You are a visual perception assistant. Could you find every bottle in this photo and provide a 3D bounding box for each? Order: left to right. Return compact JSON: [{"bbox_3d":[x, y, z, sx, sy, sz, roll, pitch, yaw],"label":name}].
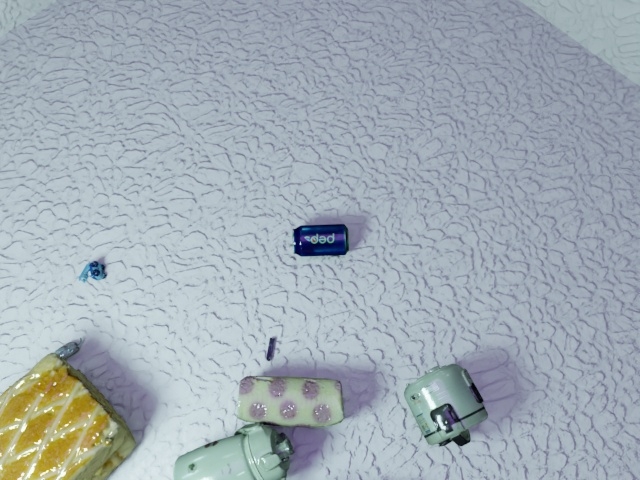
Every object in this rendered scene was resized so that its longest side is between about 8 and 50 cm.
[{"bbox_3d":[-0.245,0.683,1.697,0.352,0.229,0.229,-26,70,-1],"label":"bottle"}]

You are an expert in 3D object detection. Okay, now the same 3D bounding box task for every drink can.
[{"bbox_3d":[0.000,0.000,2.020,0.205,0.118,0.118,-2,69,0],"label":"drink can"}]

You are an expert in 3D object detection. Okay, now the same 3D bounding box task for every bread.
[{"bbox_3d":[-0.819,0.614,1.714,0.371,0.279,0.390,38,74,17],"label":"bread"},{"bbox_3d":[-0.093,0.517,1.784,0.338,0.187,0.155,1,69,1],"label":"bread"}]

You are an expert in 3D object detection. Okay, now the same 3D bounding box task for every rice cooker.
[{"bbox_3d":[0.397,0.522,1.749,0.226,0.226,0.244,-21,69,-7],"label":"rice cooker"}]

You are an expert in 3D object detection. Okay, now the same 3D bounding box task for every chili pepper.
[{"bbox_3d":[-0.894,0.393,1.929,0.153,0.041,0.050,-32,29,-10],"label":"chili pepper"}]

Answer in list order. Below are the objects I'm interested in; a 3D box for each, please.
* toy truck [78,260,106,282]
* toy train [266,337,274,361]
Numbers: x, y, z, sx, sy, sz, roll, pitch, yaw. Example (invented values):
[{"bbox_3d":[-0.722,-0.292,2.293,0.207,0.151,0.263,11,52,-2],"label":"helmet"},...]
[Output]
[{"bbox_3d":[-0.837,0.120,2.031,0.090,0.056,0.073,-22,65,7],"label":"toy truck"},{"bbox_3d":[-0.174,0.378,1.928,0.017,0.017,0.083,7,68,6],"label":"toy train"}]
